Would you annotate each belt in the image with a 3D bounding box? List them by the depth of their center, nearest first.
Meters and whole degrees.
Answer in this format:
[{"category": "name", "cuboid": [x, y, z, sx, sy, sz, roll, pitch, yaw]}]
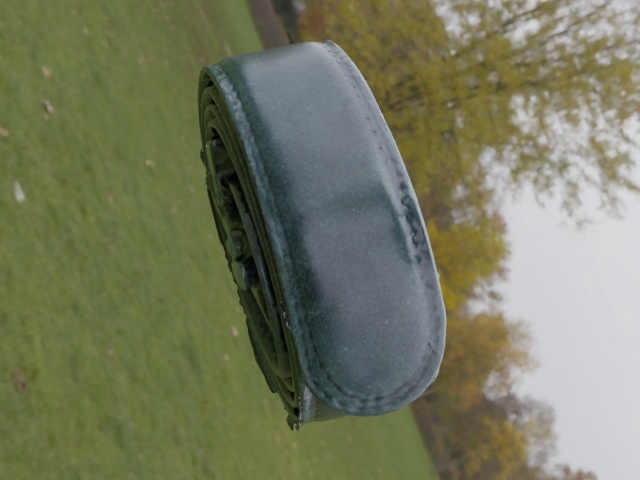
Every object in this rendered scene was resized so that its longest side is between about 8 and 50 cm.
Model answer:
[{"category": "belt", "cuboid": [0.000, 0.000, 0.673, 0.206, 0.116, 0.267, 88, -17, -47]}]
